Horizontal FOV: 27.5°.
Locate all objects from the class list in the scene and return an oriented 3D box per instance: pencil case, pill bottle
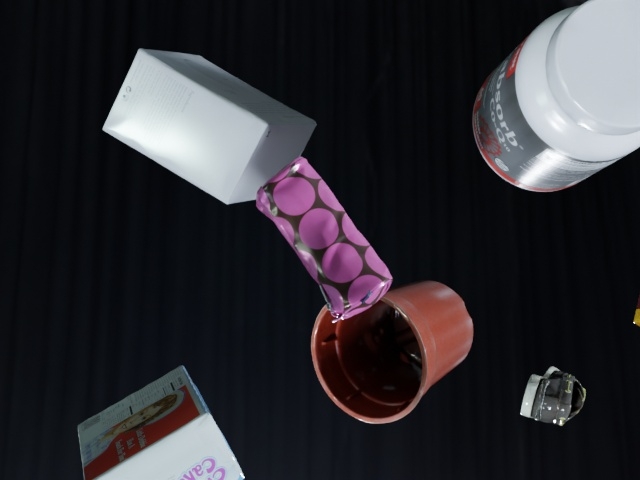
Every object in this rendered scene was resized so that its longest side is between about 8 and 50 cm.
[{"bbox_3d":[0.000,0.000,1.669,0.098,0.209,0.095,-34,170,-13],"label":"pencil case"},{"bbox_3d":[0.347,-0.197,1.774,0.210,0.210,0.363,3,171,-7],"label":"pill bottle"}]

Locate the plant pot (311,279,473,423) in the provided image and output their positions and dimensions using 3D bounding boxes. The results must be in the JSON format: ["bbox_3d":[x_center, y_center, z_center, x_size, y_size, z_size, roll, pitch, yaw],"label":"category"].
[{"bbox_3d":[0.167,0.206,2.687,0.272,0.272,0.265,-16,-178,37],"label":"plant pot"}]

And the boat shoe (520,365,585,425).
[{"bbox_3d":[0.346,0.231,1.894,0.068,0.081,0.228,14,-178,20],"label":"boat shoe"}]

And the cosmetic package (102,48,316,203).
[{"bbox_3d":[-0.158,-0.168,1.928,0.224,0.138,0.224,30,-167,14],"label":"cosmetic package"}]

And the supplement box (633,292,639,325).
[{"bbox_3d":[0.560,0.057,1.804,0.191,0.194,0.129,28,159,-30],"label":"supplement box"}]

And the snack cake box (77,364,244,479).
[{"bbox_3d":[-0.187,0.239,1.487,0.152,0.089,0.264,-29,-169,-7],"label":"snack cake box"}]
